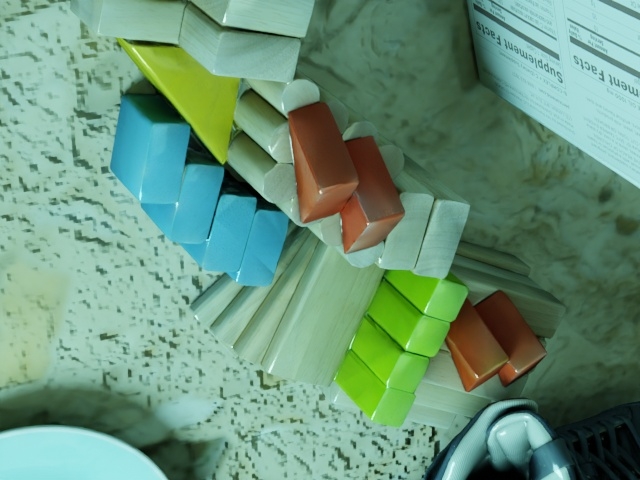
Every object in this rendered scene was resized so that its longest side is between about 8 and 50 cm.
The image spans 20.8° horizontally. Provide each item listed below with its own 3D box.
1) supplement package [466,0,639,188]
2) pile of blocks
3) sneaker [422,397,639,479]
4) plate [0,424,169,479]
[{"bbox_3d":[0.227,-0.148,0.843,0.262,0.204,0.145,-24,123,-16],"label":"supplement package"},{"bbox_3d":[0.000,0.000,0.854,0.149,0.112,0.362,-45,125,-1],"label":"pile of blocks"},{"bbox_3d":[0.148,0.129,0.970,0.226,0.086,0.163,-23,158,-16],"label":"sneaker"},{"bbox_3d":[-0.159,0.175,0.910,0.188,0.024,0.188,-11,119,-22],"label":"plate"}]
